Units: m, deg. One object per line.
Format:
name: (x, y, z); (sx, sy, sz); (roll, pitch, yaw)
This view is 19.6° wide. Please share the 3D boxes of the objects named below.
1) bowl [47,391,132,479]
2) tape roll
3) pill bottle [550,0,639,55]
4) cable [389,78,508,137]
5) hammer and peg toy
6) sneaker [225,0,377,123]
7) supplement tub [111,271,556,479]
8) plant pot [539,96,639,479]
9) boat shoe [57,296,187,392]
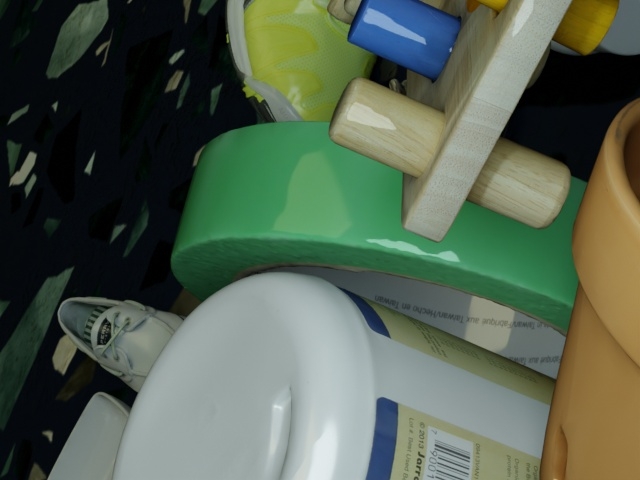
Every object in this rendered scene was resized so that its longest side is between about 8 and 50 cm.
bowl: (-0.192, 0.223, 1.700); (0.142, 0.053, 0.142); (-63, 31, 6)
tape roll: (0.067, 0.021, 1.187); (0.321, 0.321, 0.077); (-8, 64, 54)
pill bottle: (0.171, -0.201, 1.371); (0.208, 0.119, 0.119); (28, 93, 59)
cable: (0.105, -0.021, 1.440); (0.139, 0.072, 0.287); (-22, 63, 21)
hammer and peg toy: (0.108, -0.176, 1.022); (0.361, 0.127, 0.266); (-84, 18, -63)
sneaker: (0.026, -0.266, 1.612); (0.147, 0.145, 0.385); (-13, 61, 53)
supplement tub: (0.058, 0.170, 1.106); (0.228, 0.316, 0.228); (-35, 43, 40)
plant pot: (0.241, 0.082, 0.956); (0.291, 0.291, 0.203); (-112, 37, -50)
boat shoe: (-0.182, 0.099, 1.745); (0.226, 0.076, 0.083); (6, 75, 57)
